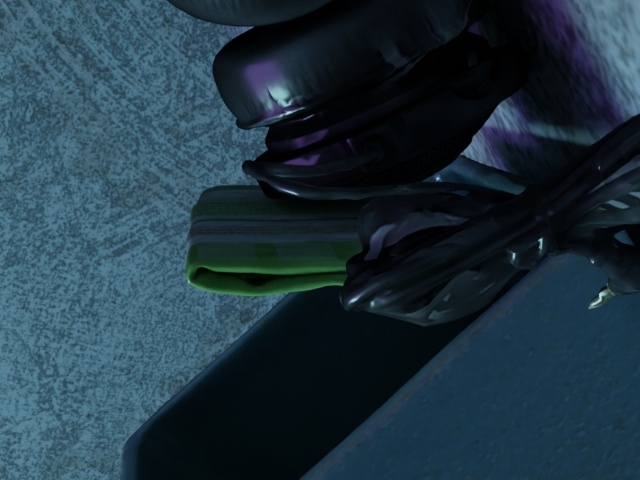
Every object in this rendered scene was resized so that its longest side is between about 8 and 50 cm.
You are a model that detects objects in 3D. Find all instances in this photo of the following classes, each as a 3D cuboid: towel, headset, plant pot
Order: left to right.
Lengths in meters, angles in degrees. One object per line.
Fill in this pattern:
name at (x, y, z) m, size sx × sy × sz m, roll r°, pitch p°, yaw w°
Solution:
towel at (0.000, 0.000, 0.504) m, size 0.152 × 0.113 × 0.023 m, roll -103°, pitch 13°, yaw -76°
headset at (0.021, -0.119, 0.475) m, size 0.243 × 0.185 × 0.394 m, roll 57°, pitch -164°, yaw -39°
plant pot at (0.077, 0.140, 0.567) m, size 0.252 × 0.248 × 0.247 m, roll 49°, pitch 180°, yaw -13°

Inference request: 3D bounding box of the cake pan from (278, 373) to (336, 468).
cake pan at (0.047, 0.131, 0.804) m, size 0.054 × 0.293 × 0.293 m, roll 31°, pitch 167°, yaw 17°
